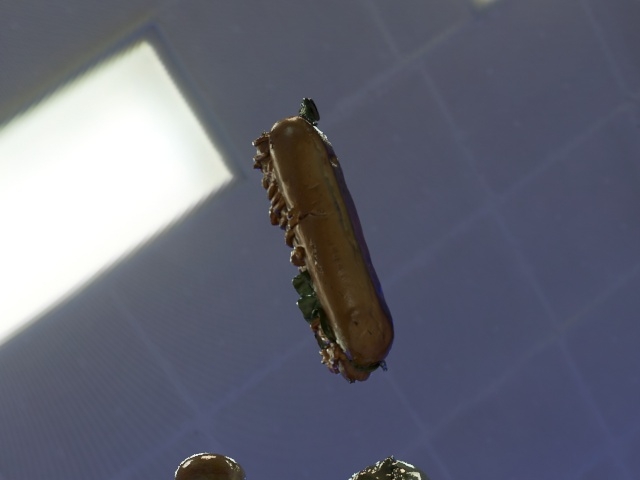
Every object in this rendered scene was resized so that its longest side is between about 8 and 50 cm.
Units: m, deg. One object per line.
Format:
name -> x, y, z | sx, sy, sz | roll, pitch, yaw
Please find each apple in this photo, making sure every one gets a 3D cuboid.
apple -> -0.100, 0.239, 1.435 | 0.071, 0.084, 0.084 | -1, -73, 0

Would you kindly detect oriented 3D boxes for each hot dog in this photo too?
hot dog -> 0.000, 0.000, 0.984 | 0.055, 0.072, 0.188 | -19, -102, -2

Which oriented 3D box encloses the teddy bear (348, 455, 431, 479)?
teddy bear -> 0.001, 0.318, 1.103 | 0.156, 0.267, 0.256 | 0, -61, 19
